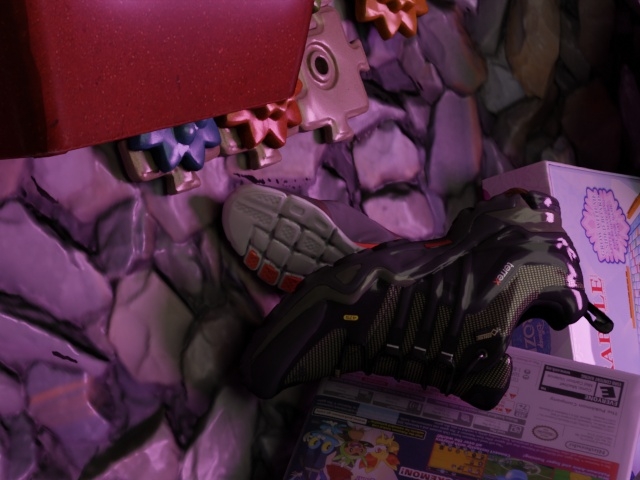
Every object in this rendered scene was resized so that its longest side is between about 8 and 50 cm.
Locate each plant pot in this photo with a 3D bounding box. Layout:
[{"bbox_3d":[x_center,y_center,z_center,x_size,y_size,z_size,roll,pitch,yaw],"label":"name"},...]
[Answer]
[{"bbox_3d":[-0.150,-0.167,0.952,0.267,0.267,0.236,-17,101,-47],"label":"plant pot"}]

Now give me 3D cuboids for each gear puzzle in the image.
[{"bbox_3d":[-0.022,-0.145,1.232,0.339,0.044,0.175,-21,92,-49],"label":"gear puzzle"}]

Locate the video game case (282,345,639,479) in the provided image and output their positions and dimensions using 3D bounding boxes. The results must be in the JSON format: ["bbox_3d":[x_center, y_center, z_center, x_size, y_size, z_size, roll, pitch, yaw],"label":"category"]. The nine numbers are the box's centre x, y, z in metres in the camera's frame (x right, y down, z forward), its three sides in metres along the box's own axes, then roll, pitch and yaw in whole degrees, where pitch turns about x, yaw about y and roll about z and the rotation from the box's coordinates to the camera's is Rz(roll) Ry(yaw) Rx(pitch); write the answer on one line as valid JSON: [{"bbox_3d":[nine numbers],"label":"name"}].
[{"bbox_3d":[0.089,0.131,1.152,0.183,0.201,0.023,-67,166,-46],"label":"video game case"}]

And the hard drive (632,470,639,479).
[{"bbox_3d":[0.258,0.351,1.304,0.233,0.047,0.353,-45,120,-38],"label":"hard drive"}]

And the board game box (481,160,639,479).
[{"bbox_3d":[0.262,0.112,1.437,0.318,0.066,0.319,7,72,-46],"label":"board game box"}]

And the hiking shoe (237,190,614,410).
[{"bbox_3d":[0.063,0.057,1.144,0.086,0.227,0.114,84,-20,-73],"label":"hiking shoe"}]

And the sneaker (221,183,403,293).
[{"bbox_3d":[0.000,0.000,1.212,0.158,0.061,0.065,27,22,-28],"label":"sneaker"}]
